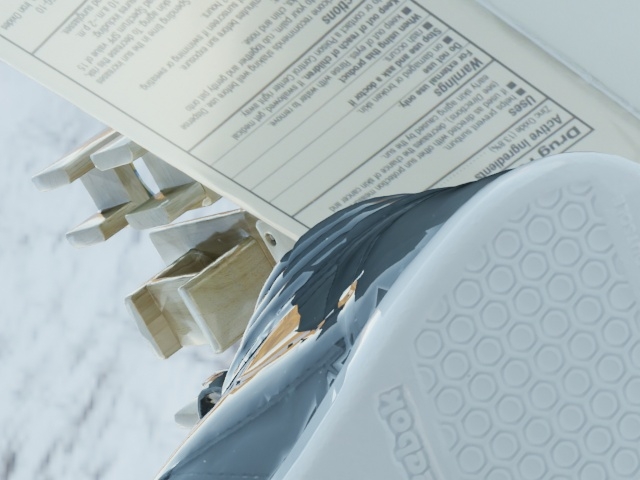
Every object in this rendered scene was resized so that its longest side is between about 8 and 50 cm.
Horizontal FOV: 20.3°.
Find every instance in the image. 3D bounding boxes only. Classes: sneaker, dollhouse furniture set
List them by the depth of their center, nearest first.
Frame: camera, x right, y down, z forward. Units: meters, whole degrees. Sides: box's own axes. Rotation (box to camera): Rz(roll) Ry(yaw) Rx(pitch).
[{"bbox_3d":[-0.020,0.100,0.464,0.296,0.104,0.147,-49,7,-3],"label":"sneaker"},{"bbox_3d":[0.000,0.000,0.988,0.242,0.161,0.212,-11,112,55],"label":"dollhouse furniture set"}]

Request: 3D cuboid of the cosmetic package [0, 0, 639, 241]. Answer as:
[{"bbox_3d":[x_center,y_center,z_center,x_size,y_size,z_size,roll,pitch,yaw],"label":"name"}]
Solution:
[{"bbox_3d":[-0.022,-0.116,0.681,0.153,0.296,0.129,-36,32,37],"label":"cosmetic package"}]
